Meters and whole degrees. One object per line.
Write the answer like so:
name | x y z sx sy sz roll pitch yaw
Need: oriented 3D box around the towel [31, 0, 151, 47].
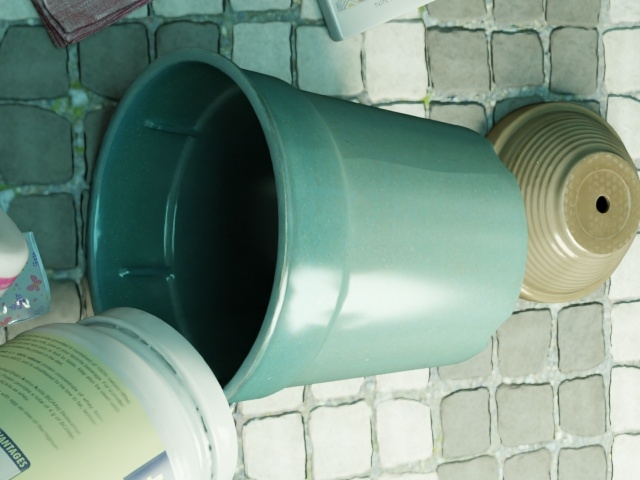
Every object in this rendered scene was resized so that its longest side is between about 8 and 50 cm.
towel | -0.236 -0.384 1.480 0.237 0.037 0.329 -35 108 -23

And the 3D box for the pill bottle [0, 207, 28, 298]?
pill bottle | -0.392 0.077 1.302 0.160 0.160 0.283 32 102 -26

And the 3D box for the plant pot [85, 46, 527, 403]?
plant pot | 0.000 0.000 1.481 0.334 0.341 0.341 3 91 -36

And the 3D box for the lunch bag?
lunch bag | -0.303 0.040 1.456 0.071 0.053 0.083 -19 92 -29

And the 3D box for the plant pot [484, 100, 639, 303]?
plant pot | 0.292 -0.042 1.746 0.237 0.110 0.237 -2 95 -29

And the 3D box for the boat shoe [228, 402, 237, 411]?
boat shoe | -0.180 0.208 1.508 0.254 0.079 0.095 -32 95 -24

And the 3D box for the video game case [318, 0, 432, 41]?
video game case | 0.063 -0.358 1.651 0.206 0.026 0.227 -27 105 -25

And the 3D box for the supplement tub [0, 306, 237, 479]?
supplement tub | -0.249 0.210 1.261 0.325 0.235 0.235 -31 108 -42
